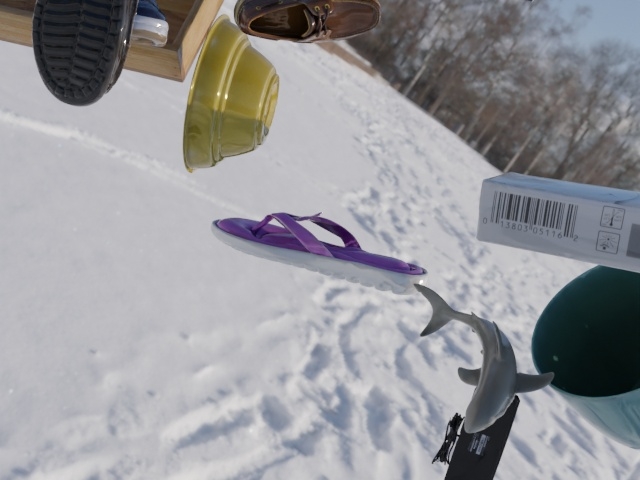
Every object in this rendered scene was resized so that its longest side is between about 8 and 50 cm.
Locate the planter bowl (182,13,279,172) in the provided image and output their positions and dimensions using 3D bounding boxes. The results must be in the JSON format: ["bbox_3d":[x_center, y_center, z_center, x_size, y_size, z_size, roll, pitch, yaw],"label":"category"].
[{"bbox_3d":[-0.109,-0.186,1.082,0.090,0.217,0.217,14,9,3],"label":"planter bowl"}]

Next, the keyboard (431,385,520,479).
[{"bbox_3d":[0.246,0.317,1.290,0.100,0.192,0.038,18,10,8],"label":"keyboard"}]

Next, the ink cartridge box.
[{"bbox_3d":[0.427,-0.043,1.127,0.308,0.091,0.385,12,17,27],"label":"ink cartridge box"}]

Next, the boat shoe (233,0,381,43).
[{"bbox_3d":[-0.012,-0.260,0.951,0.178,0.064,0.060,-4,33,-11],"label":"boat shoe"}]

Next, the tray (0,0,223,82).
[{"bbox_3d":[-0.374,-0.380,1.242,0.411,0.203,0.076,14,-31,7],"label":"tray"}]

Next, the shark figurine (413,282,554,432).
[{"bbox_3d":[0.257,0.156,1.270,0.278,0.166,0.116,-110,-179,-51],"label":"shark figurine"}]

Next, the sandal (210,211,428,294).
[{"bbox_3d":[0.004,-0.002,1.475,0.416,0.102,0.169,16,10,12],"label":"sandal"}]

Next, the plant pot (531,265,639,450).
[{"bbox_3d":[0.534,0.206,1.316,0.235,0.293,0.293,48,3,-27],"label":"plant pot"}]

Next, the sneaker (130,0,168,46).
[{"bbox_3d":[-0.254,-0.329,0.990,0.099,0.153,0.282,6,14,-33],"label":"sneaker"}]

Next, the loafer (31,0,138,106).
[{"bbox_3d":[-0.180,-0.220,0.675,0.080,0.220,0.078,15,10,11],"label":"loafer"}]
